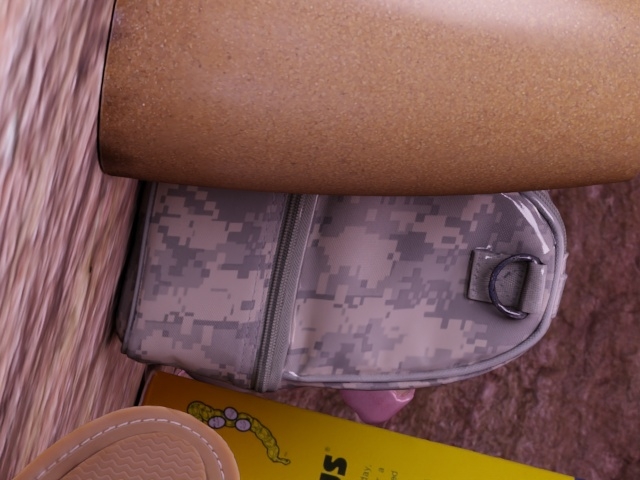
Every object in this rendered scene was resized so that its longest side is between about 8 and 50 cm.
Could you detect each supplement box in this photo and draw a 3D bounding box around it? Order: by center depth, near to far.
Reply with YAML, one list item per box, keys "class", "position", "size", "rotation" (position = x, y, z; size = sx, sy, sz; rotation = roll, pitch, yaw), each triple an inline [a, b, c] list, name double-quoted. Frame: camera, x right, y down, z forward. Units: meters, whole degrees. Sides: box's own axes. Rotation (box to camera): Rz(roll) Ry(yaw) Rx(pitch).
- class: "supplement box"
  position: [0.012, 0.260, 1.417]
  size: [0.194, 0.357, 0.195]
  rotation: [103, 1, -64]

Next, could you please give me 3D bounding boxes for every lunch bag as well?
- class: "lunch bag"
  position: [0.027, -0.019, 1.190]
  size: [0.305, 0.256, 0.212]
  rotation: [-73, 177, -80]

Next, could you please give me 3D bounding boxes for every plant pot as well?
- class: "plant pot"
  position: [0.045, -0.118, 0.907]
  size: [0.237, 0.254, 0.237]
  rotation: [13, 90, -89]

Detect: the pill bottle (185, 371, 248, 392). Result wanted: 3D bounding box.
- class: "pill bottle"
  position: [-0.064, 0.066, 1.486]
  size: [0.186, 0.112, 0.112]
  rotation: [79, 25, -86]

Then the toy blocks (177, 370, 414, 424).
- class: "toy blocks"
  position: [0.000, 0.000, 1.710]
  size: [0.260, 0.309, 0.288]
  rotation: [-34, -175, 32]

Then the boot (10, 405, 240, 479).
- class: "boot"
  position: [-0.117, 0.230, 0.806]
  size: [0.220, 0.109, 0.283]
  rotation: [100, 6, -60]
